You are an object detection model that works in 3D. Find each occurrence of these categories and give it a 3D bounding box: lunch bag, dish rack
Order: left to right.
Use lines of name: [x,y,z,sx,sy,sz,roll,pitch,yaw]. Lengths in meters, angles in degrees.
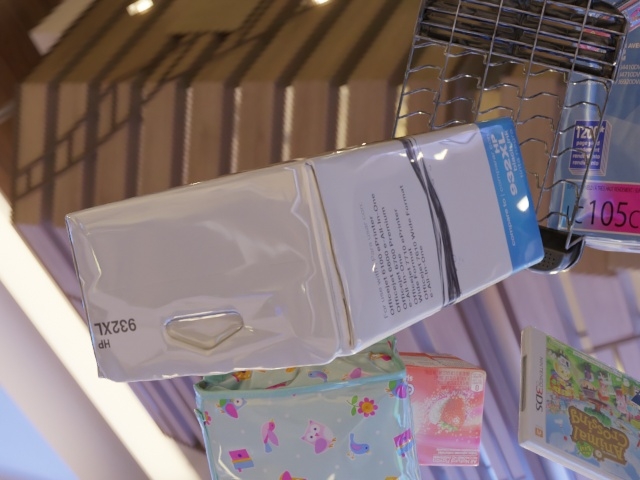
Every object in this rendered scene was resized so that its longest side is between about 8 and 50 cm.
lunch bag: [-0.014,0.252,1.435,0.262,0.223,0.160,-10,-163,-1]
dish rack: [0.163,-0.110,1.054,0.208,0.272,0.074,15,-162,13]

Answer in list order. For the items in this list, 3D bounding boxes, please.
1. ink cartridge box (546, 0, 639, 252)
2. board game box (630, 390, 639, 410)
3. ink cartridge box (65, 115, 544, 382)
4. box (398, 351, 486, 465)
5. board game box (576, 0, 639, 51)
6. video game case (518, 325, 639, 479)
ink cartridge box: [0.424,-0.179,1.282,0.270,0.151,0.396,6,-95,39]
board game box: [0.482,0.258,1.429,0.035,0.136,0.201,-46,-168,-1]
ink cartridge box: [0.000,0.000,0.870,0.223,0.129,0.307,-10,-176,34]
box: [0.069,0.236,1.643,0.300,0.142,0.154,3,-178,-13]
board game box: [0.360,-0.258,1.033,0.145,0.027,0.281,-37,-176,-28]
video game case: [0.366,0.237,1.592,0.023,0.212,0.193,-46,-156,43]
